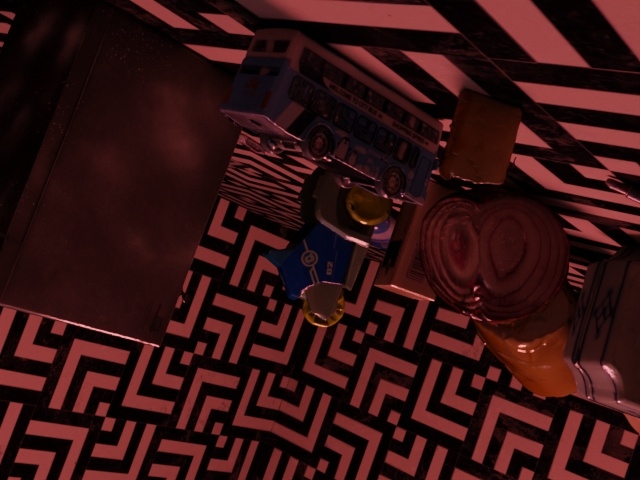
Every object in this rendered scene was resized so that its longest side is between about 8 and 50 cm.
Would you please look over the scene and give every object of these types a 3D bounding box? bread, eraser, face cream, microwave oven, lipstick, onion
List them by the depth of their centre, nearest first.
[{"bbox_3d":[0.185,-0.107,1.030,0.084,0.109,0.080,15,172,8],"label":"bread"},{"bbox_3d":[0.417,-0.055,1.155,0.107,0.025,0.025,26,177,8],"label":"lipstick"},{"bbox_3d":[-0.339,-0.098,1.357,0.236,0.431,0.374,17,174,46],"label":"microwave oven"},{"bbox_3d":[0.289,0.013,1.490,0.206,0.216,0.207,-2,-169,-26],"label":"onion"},{"bbox_3d":[0.444,0.177,1.851,0.341,0.210,0.300,43,-157,-42],"label":"bread"},{"bbox_3d":[-0.152,-0.208,1.936,0.027,0.019,0.099,18,176,29],"label":"eraser"},{"bbox_3d":[0.147,-0.035,2.336,0.149,0.083,0.264,18,176,13],"label":"face cream"}]

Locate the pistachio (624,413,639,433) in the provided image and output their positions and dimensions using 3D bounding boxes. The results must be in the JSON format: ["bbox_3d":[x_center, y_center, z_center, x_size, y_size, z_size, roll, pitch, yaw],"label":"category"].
[{"bbox_3d":[0.660,0.273,1.717,0.332,0.208,0.226,43,-176,-16],"label":"pistachio"}]

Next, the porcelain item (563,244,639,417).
[{"bbox_3d":[0.574,0.165,1.523,0.286,0.281,0.157,19,172,-14],"label":"porcelain item"}]

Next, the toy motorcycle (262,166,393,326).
[{"bbox_3d":[0.000,0.000,1.814,0.200,0.326,0.191,23,175,-11],"label":"toy motorcycle"}]

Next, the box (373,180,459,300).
[{"bbox_3d":[0.190,0.002,1.713,0.095,0.211,0.168,19,175,-4],"label":"box"}]

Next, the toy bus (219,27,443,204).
[{"bbox_3d":[0.024,-0.145,1.119,0.297,0.130,0.106,22,175,-42],"label":"toy bus"}]

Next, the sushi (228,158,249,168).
[{"bbox_3d":[-0.370,-0.259,2.011,0.359,0.064,0.343,24,171,-34],"label":"sushi"}]
